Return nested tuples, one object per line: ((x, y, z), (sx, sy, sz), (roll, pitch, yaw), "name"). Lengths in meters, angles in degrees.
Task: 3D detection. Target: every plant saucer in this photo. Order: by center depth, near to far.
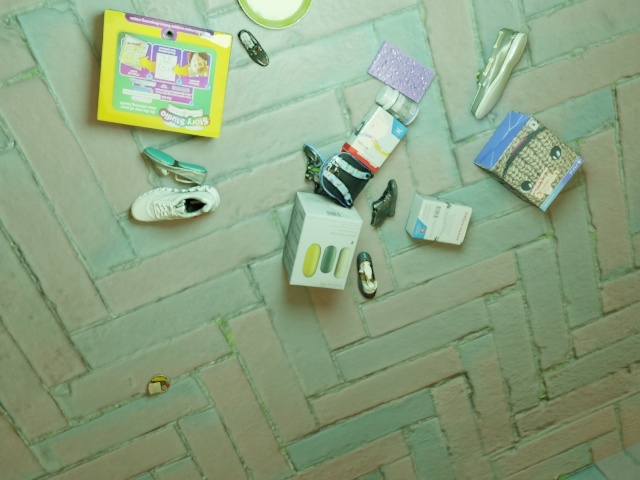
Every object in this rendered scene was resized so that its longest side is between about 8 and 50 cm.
((-0.139, -0.772, 1.685), (0.240, 0.037, 0.241), (-4, 112, -11), "plant saucer")

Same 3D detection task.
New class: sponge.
((0.272, -0.564, 1.862), (0.210, 0.031, 0.117), (25, 102, -20), "sponge")

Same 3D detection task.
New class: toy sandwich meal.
((-0.605, 0.542, 2.077), (0.085, 0.029, 0.086), (-4, 111, -11), "toy sandwich meal")

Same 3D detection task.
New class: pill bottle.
((0.258, -0.458, 1.873), (0.137, 0.078, 0.078), (31, 101, -21), "pill bottle")

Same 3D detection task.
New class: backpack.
((0.064, -0.215, 1.841), (0.173, 0.117, 0.158), (34, 92, -39), "backpack")

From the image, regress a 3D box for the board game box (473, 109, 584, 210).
((0.754, -0.289, 2.017), (0.290, 0.141, 0.232), (30, 101, -21), "board game box")

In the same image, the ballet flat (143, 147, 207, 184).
((-0.474, -0.232, 1.795), (0.213, 0.072, 0.068), (19, 116, -18), "ballet flat")

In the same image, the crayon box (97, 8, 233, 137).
((-0.467, -0.496, 1.676), (0.362, 0.106, 0.314), (7, 110, -15), "crayon box")

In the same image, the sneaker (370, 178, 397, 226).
((0.226, -0.135, 2.002), (0.089, 0.051, 0.170), (-6, 115, -16), "sneaker")

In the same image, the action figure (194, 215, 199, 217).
((-0.406, -0.106, 1.881), (0.115, 0.030, 0.038), (-30, 118, 2), "action figure")

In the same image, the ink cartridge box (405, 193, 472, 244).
((0.437, -0.078, 2.053), (0.202, 0.086, 0.148), (9, 108, -17), "ink cartridge box")

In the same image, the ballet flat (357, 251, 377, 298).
((0.177, 0.142, 2.086), (0.074, 0.074, 0.203), (-14, 113, -7), "ballet flat")

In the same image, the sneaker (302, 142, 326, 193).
((-0.020, -0.242, 1.896), (0.078, 0.067, 0.188), (-25, 117, -10), "sneaker")

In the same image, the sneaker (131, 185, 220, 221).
((-0.479, -0.114, 1.798), (0.291, 0.118, 0.110), (-9, 109, 3), "sneaker")

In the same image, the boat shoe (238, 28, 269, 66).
((-0.207, -0.599, 1.733), (0.049, 0.042, 0.133), (-40, 115, 1), "boat shoe")

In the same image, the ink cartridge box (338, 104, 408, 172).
((0.172, -0.331, 1.901), (0.134, 0.078, 0.231), (32, 101, -22), "ink cartridge box")

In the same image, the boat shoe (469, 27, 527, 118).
((0.591, -0.571, 1.902), (0.109, 0.091, 0.305), (-5, 125, -57), "boat shoe")

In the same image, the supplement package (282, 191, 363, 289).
((0.000, 0.000, 1.908), (0.199, 0.198, 0.263), (7, 115, -16), "supplement package")
